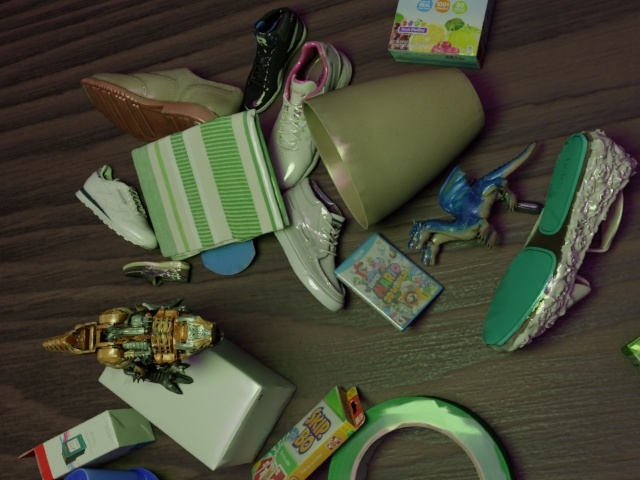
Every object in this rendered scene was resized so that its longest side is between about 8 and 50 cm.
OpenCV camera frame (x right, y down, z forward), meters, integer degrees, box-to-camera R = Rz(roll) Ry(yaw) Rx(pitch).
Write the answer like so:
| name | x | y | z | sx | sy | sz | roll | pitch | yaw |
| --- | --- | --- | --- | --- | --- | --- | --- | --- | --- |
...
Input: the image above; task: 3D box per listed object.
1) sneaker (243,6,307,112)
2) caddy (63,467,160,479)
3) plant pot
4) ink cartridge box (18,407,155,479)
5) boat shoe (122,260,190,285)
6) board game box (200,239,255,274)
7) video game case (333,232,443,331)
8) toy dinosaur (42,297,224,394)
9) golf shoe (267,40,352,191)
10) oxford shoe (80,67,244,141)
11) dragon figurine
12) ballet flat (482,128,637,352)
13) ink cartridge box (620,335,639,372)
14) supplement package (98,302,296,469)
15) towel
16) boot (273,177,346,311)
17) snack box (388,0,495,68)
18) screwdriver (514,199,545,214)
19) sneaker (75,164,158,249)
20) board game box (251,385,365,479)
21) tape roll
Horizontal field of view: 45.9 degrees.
| name | x | y | z | sx | sy | sz | roll | pitch | yaw |
| --- | --- | --- | --- | --- | --- | --- | --- | --- | --- |
| sneaker | -0.116 | -0.373 | 1.530 | 0.079 | 0.121 | 0.217 | 27 | 91 | 23 |
| caddy | -0.418 | 0.599 | 1.444 | 0.241 | 0.179 | 0.341 | 31 | 93 | 44 |
| plant pot | 0.145 | -0.194 | 1.356 | 0.274 | 0.256 | 0.257 | -27 | 72 | -3 |
| ink cartridge box | -0.467 | 0.416 | 1.513 | 0.231 | 0.134 | 0.078 | -28 | 73 | 14 |
| boat shoe | -0.343 | 0.070 | 1.570 | 0.152 | 0.056 | 0.049 | -5 | 74 | 19 |
| board game box | -0.190 | -0.016 | 1.536 | 0.133 | 0.033 | 0.169 | -11 | 96 | 29 |
| video game case | 0.124 | 0.074 | 1.385 | 0.166 | 0.015 | 0.119 | 40 | 65 | 17 |
| toy dinosaur | -0.311 | 0.157 | 1.267 | 0.321 | 0.218 | 0.164 | 17 | 83 | 21 |
| golf shoe | -0.045 | -0.247 | 1.474 | 0.115 | 0.140 | 0.306 | 20 | 89 | 20 |
| oxford shoe | -0.337 | -0.299 | 1.615 | 0.396 | 0.140 | 0.147 | 20 | 61 | 24 |
| dragon figurine | 0.266 | -0.077 | 1.349 | 0.144 | 0.085 | 0.289 | 28 | 92 | 36 |
| ballet flat | 0.415 | 0.018 | 1.265 | 0.147 | 0.147 | 0.409 | 25 | 95 | 22 |
| ink cartridge box | 0.578 | 0.238 | 1.134 | 0.097 | 0.189 | 0.255 | -37 | 71 | 9 |
| supplement package | -0.229 | 0.272 | 1.428 | 0.293 | 0.177 | 0.175 | 30 | 90 | 23 |
| towel | -0.222 | -0.102 | 1.489 | 0.324 | 0.038 | 0.248 | -14 | 94 | 34 |
| boot | 0.000 | 0.000 | 1.435 | 0.123 | 0.095 | 0.258 | -40 | 69 | 17 |
| snack box | 0.238 | -0.442 | 1.441 | 0.174 | 0.070 | 0.207 | 10 | 82 | 22 |
| screwdriver | 0.420 | -0.048 | 1.332 | 0.169 | 0.024 | 0.025 | 14 | 56 | 20 |
| sneaker | -0.420 | -0.069 | 1.611 | 0.235 | 0.090 | 0.095 | 39 | 85 | 20 |
| board game box | -0.026 | 0.372 | 1.369 | 0.259 | 0.124 | 0.039 | -43 | 108 | 8 |
| tape roll | 0.174 | 0.432 | 1.308 | 0.321 | 0.077 | 0.321 | -4 | 79 | 20 |
